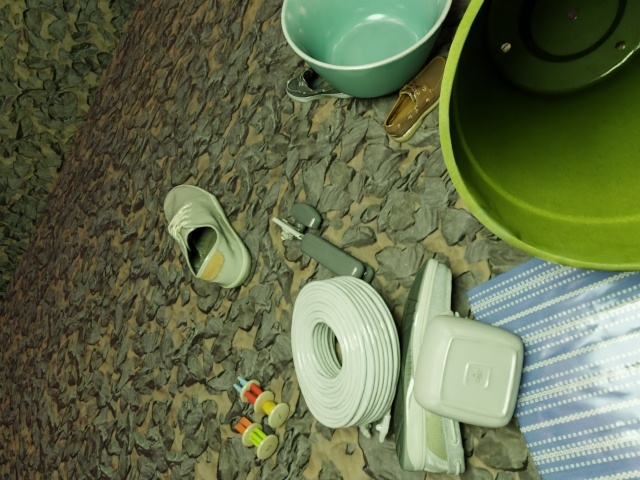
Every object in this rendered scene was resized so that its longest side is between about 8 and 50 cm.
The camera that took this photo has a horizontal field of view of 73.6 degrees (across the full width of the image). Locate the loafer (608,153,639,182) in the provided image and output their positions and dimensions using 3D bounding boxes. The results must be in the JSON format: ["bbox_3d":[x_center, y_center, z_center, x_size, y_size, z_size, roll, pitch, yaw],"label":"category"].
[{"bbox_3d":[0.405,-0.076,0.580,0.267,0.084,0.096,3,48,37],"label":"loafer"}]

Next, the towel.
[{"bbox_3d":[0.361,0.171,0.563,0.243,0.040,0.336,-34,56,31],"label":"towel"}]

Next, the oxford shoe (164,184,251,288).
[{"bbox_3d":[-0.339,-0.035,1.153,0.449,0.130,0.169,44,107,41],"label":"oxford shoe"}]

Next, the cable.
[{"bbox_3d":[0.032,0.191,0.751,0.257,0.089,0.257,35,120,51],"label":"cable"}]

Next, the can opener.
[{"bbox_3d":[0.000,0.000,0.888,0.280,0.074,0.093,38,101,40],"label":"can opener"}]

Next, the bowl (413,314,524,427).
[{"bbox_3d":[0.207,0.182,0.586,0.141,0.053,0.142,13,85,3],"label":"bowl"}]

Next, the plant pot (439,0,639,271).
[{"bbox_3d":[0.321,-0.219,0.474,0.366,0.366,0.353,-27,27,32],"label":"plant pot"}]

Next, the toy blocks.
[{"bbox_3d":[-0.145,0.369,0.914,0.148,0.054,0.123,20,90,42],"label":"toy blocks"}]

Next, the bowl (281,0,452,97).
[{"bbox_3d":[0.096,-0.408,0.833,0.311,0.163,0.312,-5,70,14],"label":"bowl"}]

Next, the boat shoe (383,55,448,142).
[{"bbox_3d":[0.186,-0.275,0.822,0.178,0.060,0.064,-55,50,13],"label":"boat shoe"}]

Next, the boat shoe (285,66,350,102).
[{"bbox_3d":[-0.013,-0.375,1.010,0.228,0.076,0.080,21,91,42],"label":"boat shoe"}]

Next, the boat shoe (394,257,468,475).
[{"bbox_3d":[0.179,0.189,0.668,0.103,0.118,0.321,7,75,2],"label":"boat shoe"}]
